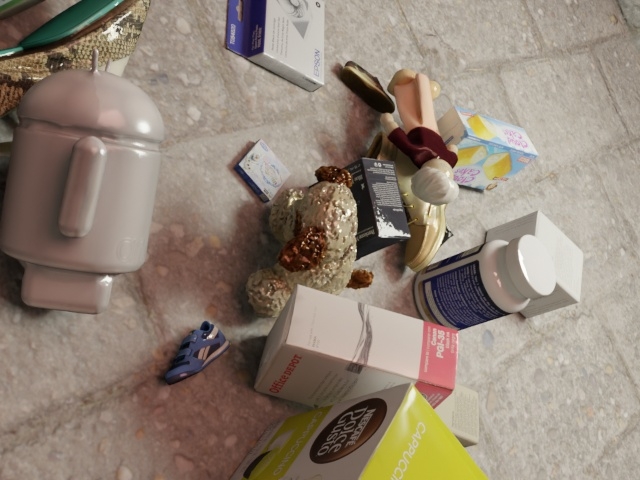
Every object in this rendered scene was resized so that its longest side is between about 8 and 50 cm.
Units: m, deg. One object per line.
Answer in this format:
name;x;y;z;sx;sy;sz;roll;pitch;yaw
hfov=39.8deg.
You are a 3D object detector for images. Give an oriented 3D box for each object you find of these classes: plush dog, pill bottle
plush dog;0.000;0.000;1.501;0.210;0.225;0.263;14;56;3
pill bottle;0.333;0.087;1.799;0.153;0.264;0.153;20;59;-37

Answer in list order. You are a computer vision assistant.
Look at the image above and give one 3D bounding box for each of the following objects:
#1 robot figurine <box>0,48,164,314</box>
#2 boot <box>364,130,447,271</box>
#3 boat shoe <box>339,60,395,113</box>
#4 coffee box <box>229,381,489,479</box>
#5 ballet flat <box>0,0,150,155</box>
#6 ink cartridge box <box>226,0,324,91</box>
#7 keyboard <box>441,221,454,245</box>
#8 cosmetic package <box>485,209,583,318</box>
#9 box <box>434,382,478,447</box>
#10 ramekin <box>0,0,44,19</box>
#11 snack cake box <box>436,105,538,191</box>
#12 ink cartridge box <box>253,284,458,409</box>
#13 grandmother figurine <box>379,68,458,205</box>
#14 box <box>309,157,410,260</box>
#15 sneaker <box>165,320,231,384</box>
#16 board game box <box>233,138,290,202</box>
robot figurine;-0.328;-0.082;1.223;0.199;0.300;0.354;8;95;-19
boot;0.166;-0.083;1.836;0.203;0.095;0.262;29;61;-23
boat shoe;0.110;-0.336;1.930;0.152;0.056;0.049;39;54;-25
coffee box;0.051;0.466;1.295;0.338;0.334;0.338;53;44;-13
ballet flat;-0.418;-0.239;1.321;0.483;0.164;0.182;-41;123;-41
ink cartridge box;-0.085;-0.441;1.795;0.224;0.045;0.224;20;59;-37
keyboard;0.232;-0.074;1.954;0.108;0.023;0.180;-38;100;-40
cosmetic package;0.492;0.058;2.052;0.183;0.151;0.152;39;48;-26
box;0.178;0.308;1.670;0.275;0.094;0.113;28;54;-33
ramekin;-0.451;-0.415;1.249;0.303;0.303;0.148;-40;108;-46
snack cake box;0.353;-0.204;2.027;0.264;0.152;0.089;8;49;-42
ink cartridge box;0.055;0.198;1.448;0.282;0.207;0.117;17;56;-9
grandmother figurine;0.211;-0.209;1.814;0.207;0.104;0.343;12;46;-23
box;0.073;-0.056;1.690;0.093;0.156;0.158;1;71;-43
sneaker;-0.202;0.177;1.391;0.059;0.053;0.144;60;34;-6
board game box;-0.107;-0.130;1.648;0.090;0.020;0.090;50;45;-15
